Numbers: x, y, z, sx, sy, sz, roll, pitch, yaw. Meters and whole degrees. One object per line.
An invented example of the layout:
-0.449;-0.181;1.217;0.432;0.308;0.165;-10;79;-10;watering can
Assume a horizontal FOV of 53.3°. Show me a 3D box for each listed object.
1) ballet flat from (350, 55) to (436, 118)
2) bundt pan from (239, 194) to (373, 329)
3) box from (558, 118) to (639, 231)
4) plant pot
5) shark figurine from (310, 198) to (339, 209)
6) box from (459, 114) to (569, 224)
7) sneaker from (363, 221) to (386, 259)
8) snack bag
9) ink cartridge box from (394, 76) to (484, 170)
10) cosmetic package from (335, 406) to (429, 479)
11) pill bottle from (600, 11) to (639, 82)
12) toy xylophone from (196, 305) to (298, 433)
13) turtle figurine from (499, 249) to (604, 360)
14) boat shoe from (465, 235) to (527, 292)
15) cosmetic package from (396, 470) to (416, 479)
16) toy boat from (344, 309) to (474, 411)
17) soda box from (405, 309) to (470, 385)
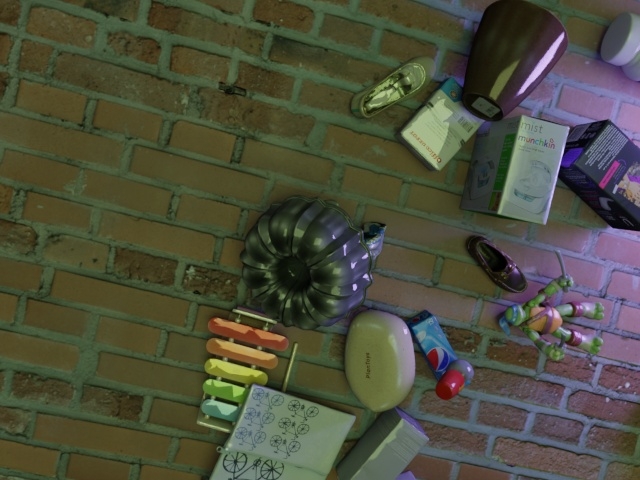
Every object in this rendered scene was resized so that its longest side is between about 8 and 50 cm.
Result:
0.189;-0.378;1.574;0.248;0.086;0.086;-34;98;-3;ballet flat
-0.048;0.067;1.482;0.330;0.124;0.331;9;113;23;bundt pan
0.740;-0.161;1.620;0.270;0.165;0.143;40;90;-9;box
0.435;-0.406;1.510;0.215;0.215;0.231;32;78;-9;plant pot
-0.006;0.014;1.573;0.116;0.166;0.278;-31;127;-27;shark figurine
0.460;-0.168;1.537;0.126;0.262;0.231;12;95;-8;box
0.121;0.014;1.559;0.071;0.190;0.083;7;106;20;sneaker
-0.106;0.552;1.607;0.323;0.037;0.343;25;92;-26;snack bag
0.301;-0.288;1.596;0.139;0.082;0.191;42;90;-9;ink cartridge box
0.154;0.549;1.638;0.107;0.127;0.238;38;92;-9;cosmetic package
0.876;-0.468;1.605;0.301;0.169;0.169;15;94;-8;pill bottle
-0.180;0.323;1.597;0.236;0.081;0.323;10;95;-8;toy xylophone
0.623;0.199;1.608;0.266;0.198;0.275;12;136;-25;turtle figurine
0.463;0.068;1.656;0.207;0.073;0.073;39;89;-10;boat shoe
0.156;0.710;1.675;0.231;0.085;0.118;-18;98;-7;cosmetic package
0.211;0.313;1.583;0.318;0.148;0.268;12;108;28;toy boat
0.304;0.290;1.657;0.067;0.071;0.210;-31;98;-3;soda box
